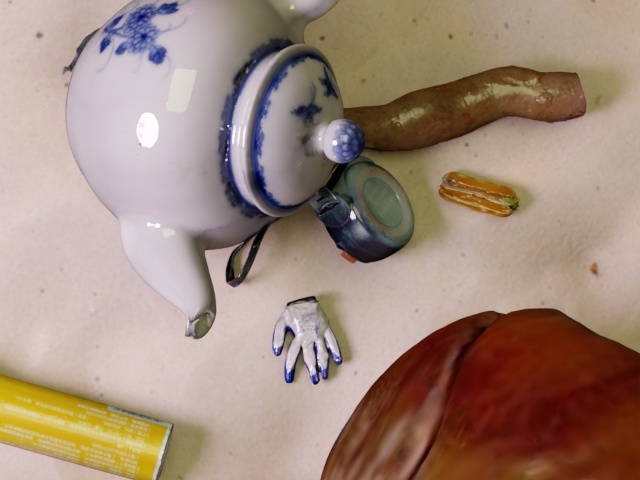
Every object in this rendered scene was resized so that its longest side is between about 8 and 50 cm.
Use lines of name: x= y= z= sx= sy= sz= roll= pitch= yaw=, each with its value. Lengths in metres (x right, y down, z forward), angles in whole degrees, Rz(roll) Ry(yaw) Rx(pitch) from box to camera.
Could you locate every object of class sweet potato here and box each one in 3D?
sweet potato: x=0.125 y=-0.131 z=1.673 sx=0.281 sy=0.059 sz=0.067 roll=-11 pitch=67 yaw=-8

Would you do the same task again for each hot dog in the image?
hot dog: x=0.159 y=-0.044 z=1.672 sx=0.083 sy=0.021 sz=0.037 roll=19 pitch=64 yaw=2

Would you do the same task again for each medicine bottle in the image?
medicine bottle: x=-0.250 y=0.172 z=1.562 sx=0.218 sy=0.074 sz=0.074 roll=16 pitch=75 yaw=-1

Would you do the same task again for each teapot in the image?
teapot: x=-0.083 y=-0.112 z=1.540 sx=0.280 sy=0.252 sz=0.424 roll=12 pitch=73 yaw=29

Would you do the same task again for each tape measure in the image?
tape measure: x=0.000 y=-0.001 z=1.644 sx=0.180 sy=0.104 sz=0.107 roll=-36 pitch=105 yaw=21

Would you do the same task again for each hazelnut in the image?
hazelnut: x=0.178 y=0.226 z=1.442 sx=0.372 sy=0.372 sz=0.315 roll=-18 pitch=101 yaw=-8

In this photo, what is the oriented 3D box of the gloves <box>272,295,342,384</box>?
gloves: x=-0.016 y=0.099 z=1.620 sx=0.064 sy=0.026 sz=0.086 roll=-17 pitch=82 yaw=-7
